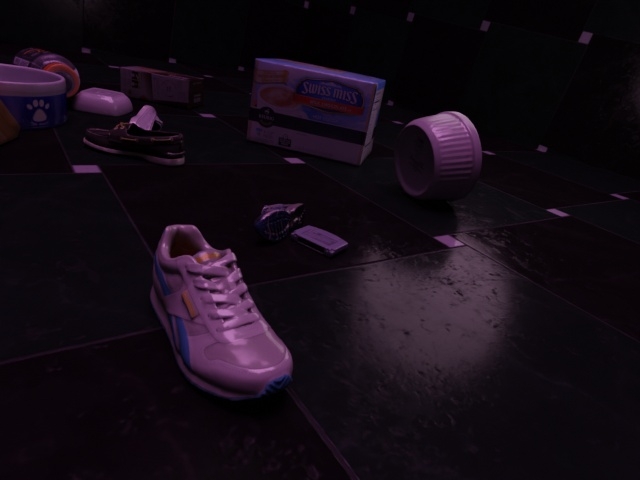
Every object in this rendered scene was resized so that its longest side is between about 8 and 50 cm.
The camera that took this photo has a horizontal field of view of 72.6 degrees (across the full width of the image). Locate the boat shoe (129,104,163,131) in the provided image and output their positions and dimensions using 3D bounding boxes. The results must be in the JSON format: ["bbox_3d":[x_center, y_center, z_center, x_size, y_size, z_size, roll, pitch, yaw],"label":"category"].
[{"bbox_3d":[-0.437,-0.297,1.111,0.063,0.066,0.184,19,20,-16],"label":"boat shoe"}]

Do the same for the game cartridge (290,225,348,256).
[{"bbox_3d":[0.000,0.000,0.706,0.083,0.017,0.056,25,32,28],"label":"game cartridge"}]

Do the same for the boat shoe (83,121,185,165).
[{"bbox_3d":[-0.403,-0.221,0.948,0.227,0.069,0.081,13,24,3],"label":"boat shoe"}]

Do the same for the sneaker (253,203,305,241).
[{"bbox_3d":[-0.077,-0.033,0.716,0.057,0.052,0.135,10,15,22],"label":"sneaker"}]

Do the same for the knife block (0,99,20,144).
[{"bbox_3d":[-0.643,-0.274,0.754,0.088,0.242,0.276,7,25,-10],"label":"knife block"}]

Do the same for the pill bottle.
[{"bbox_3d":[-0.775,-0.469,1.242,0.130,0.131,0.245,-15,32,-43],"label":"pill bottle"}]

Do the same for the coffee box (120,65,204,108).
[{"bbox_3d":[-0.556,-0.545,1.546,0.246,0.098,0.141,12,25,3],"label":"coffee box"}]

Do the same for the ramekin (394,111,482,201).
[{"bbox_3d":[0.257,-0.187,1.002,0.108,0.207,0.207,-9,30,-20],"label":"ramekin"}]

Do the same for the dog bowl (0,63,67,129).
[{"bbox_3d":[-0.750,-0.345,1.029,0.264,0.104,0.265,9,25,-4],"label":"dog bowl"}]

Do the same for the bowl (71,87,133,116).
[{"bbox_3d":[-0.635,-0.408,1.276,0.141,0.053,0.142,10,25,-5],"label":"bowl"}]

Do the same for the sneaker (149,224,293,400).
[{"bbox_3d":[-0.108,0.064,0.431,0.087,0.092,0.228,-11,33,-42],"label":"sneaker"}]

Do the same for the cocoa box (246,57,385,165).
[{"bbox_3d":[-0.008,-0.386,1.275,0.346,0.228,0.231,15,25,8],"label":"cocoa box"}]
